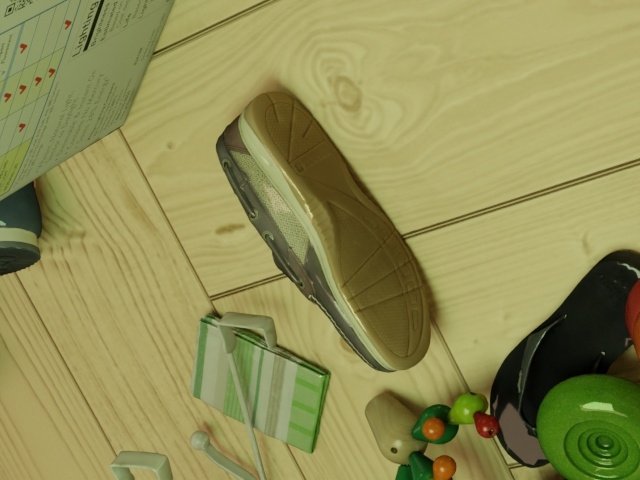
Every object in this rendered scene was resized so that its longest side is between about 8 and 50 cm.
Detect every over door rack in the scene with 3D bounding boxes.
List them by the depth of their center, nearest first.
[{"bbox_3d":[-0.136,0.250,1.648,0.108,0.239,0.324,16,131,18],"label":"over door rack"}]

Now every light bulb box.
[{"bbox_3d":[-0.304,-0.222,1.439,0.225,0.361,0.358,37,130,11],"label":"light bulb box"}]

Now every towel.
[{"bbox_3d":[-0.063,0.147,1.710,0.152,0.023,0.113,24,128,19],"label":"towel"}]

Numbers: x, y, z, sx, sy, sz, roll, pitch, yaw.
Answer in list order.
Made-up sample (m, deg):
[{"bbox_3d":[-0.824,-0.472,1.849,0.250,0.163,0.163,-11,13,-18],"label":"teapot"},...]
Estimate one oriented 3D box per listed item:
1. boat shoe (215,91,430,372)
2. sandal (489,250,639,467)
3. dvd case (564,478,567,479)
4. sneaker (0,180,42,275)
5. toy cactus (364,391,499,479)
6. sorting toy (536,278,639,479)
[{"bbox_3d":[0.000,0.000,1.534,0.092,0.103,0.285,-32,91,46],"label":"boat shoe"},{"bbox_3d":[0.216,0.110,1.472,0.097,0.054,0.254,35,130,13],"label":"sandal"},{"bbox_3d":[0.224,0.355,1.539,0.164,0.018,0.221,-39,61,28],"label":"dvd case"},{"bbox_3d":[-0.403,-0.023,1.811,0.319,0.112,0.131,-12,75,45],"label":"sneaker"},{"bbox_3d":[0.106,0.209,1.566,0.180,0.112,0.219,53,146,44],"label":"toy cactus"},{"bbox_3d":[0.242,0.182,1.386,0.127,0.126,0.365,31,129,1],"label":"sorting toy"}]
